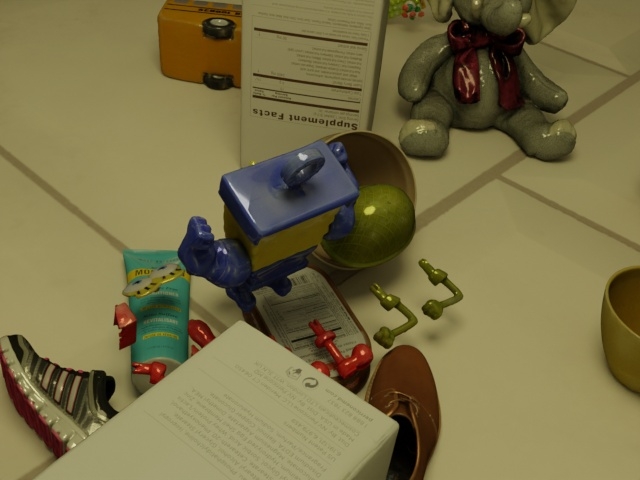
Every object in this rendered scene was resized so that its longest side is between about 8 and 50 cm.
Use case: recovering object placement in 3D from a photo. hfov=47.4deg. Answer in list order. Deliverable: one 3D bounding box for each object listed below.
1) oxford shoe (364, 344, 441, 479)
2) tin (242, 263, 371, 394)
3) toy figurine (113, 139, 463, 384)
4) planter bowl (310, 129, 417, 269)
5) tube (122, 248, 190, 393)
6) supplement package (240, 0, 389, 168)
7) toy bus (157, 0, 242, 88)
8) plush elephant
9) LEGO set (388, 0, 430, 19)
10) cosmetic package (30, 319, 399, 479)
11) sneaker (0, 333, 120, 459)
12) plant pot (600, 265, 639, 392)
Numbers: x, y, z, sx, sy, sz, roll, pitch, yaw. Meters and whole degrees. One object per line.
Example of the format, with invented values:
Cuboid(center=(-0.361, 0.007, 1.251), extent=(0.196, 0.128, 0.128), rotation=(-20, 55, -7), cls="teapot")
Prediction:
Cuboid(center=(0.076, 0.164, 0.665), extent=(0.076, 0.076, 0.212), rotation=(8, 37, 5), cls="oxford shoe")
Cuboid(center=(-0.017, 0.091, 0.775), extent=(0.106, 0.040, 0.189), rotation=(-16, 44, -19), cls="tin")
Cuboid(center=(0.000, 0.000, 0.660), extent=(0.363, 0.217, 0.191), rotation=(-22, 62, -28), cls="toy figurine")
Cuboid(center=(0.020, -0.054, 0.881), extent=(0.162, 0.162, 0.109), rotation=(-14, 16, -24), cls="planter bowl")
Cuboid(center=(-0.170, 0.072, 0.771), extent=(0.080, 0.052, 0.207), rotation=(6, 33, -18), cls="tube")
Cuboid(center=(-0.005, -0.251, 0.992), extent=(0.175, 0.292, 0.177), rotation=(9, 39, 4), cls="supplement package")
Cuboid(center=(-0.099, -0.321, 1.217), extent=(0.333, 0.108, 0.130), rotation=(6, 37, 0), cls="toy bus")
Cuboid(center=(0.260, -0.305, 1.126), extent=(0.272, 0.255, 0.330), rotation=(4, 39, -3), cls="plush elephant")
Cuboid(center=(0.106, -0.459, 1.412), extent=(0.287, 0.132, 0.107), rotation=(17, 48, 3), cls="LEGO set")
Cuboid(center=(-0.082, 0.214, 0.460), extent=(0.138, 0.224, 0.225), rotation=(29, 43, 25), cls="cosmetic package")
Cuboid(center=(-0.229, 0.140, 0.664), extent=(0.170, 0.063, 0.075), rotation=(38, 49, 27), cls="sneaker")
Cuboid(center=(0.350, 0.104, 0.759), extent=(0.134, 0.095, 0.134), rotation=(3, 39, -3), cls="plant pot")
